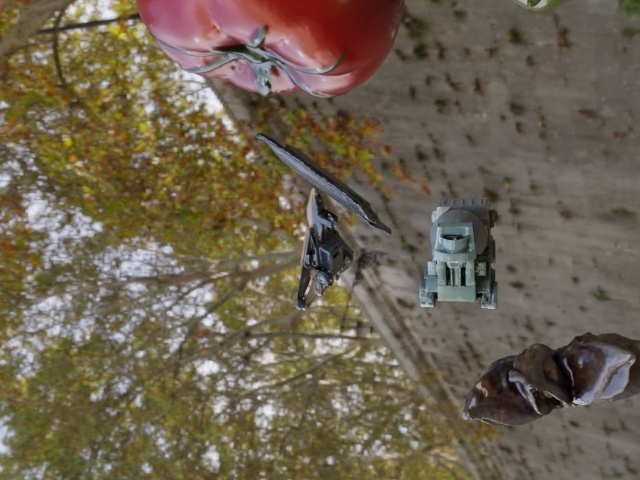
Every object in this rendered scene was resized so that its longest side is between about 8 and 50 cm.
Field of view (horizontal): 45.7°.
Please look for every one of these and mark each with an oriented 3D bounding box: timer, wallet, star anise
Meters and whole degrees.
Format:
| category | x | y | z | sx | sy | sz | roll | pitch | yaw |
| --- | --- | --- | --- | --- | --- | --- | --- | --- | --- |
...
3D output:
| category | x | y | z | sx | sy | sz | roll | pitch | yaw |
| --- | --- | --- | --- | --- | --- | --- | --- | --- | --- |
| timer | -0.066 | -0.364 | 1.076 | 0.378 | 0.378 | 0.279 | 25 | -103 | -62 |
| wallet | 0.013 | -0.109 | 1.457 | 0.041 | 0.247 | 0.323 | -52 | -18 | 2 |
| star anise | 0.235 | 0.141 | 0.772 | 0.197 | 0.212 | 0.073 | 9 | -118 | -57 |

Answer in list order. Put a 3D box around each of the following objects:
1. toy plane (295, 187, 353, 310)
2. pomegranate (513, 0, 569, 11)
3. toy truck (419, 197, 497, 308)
| category | x | y | z | sx | sy | sz | roll | pitch | yaw |
| --- | --- | --- | --- | --- | --- | --- | --- | --- | --- |
| toy plane | 0.010 | 0.006 | 1.664 | 0.204 | 0.103 | 0.316 | -43 | -25 | -29 |
| pomegranate | 0.327 | -0.422 | 1.128 | 0.246 | 0.198 | 0.198 | -64 | -33 | -17 |
| toy truck | 0.207 | 0.006 | 1.121 | 0.257 | 0.108 | 0.140 | -58 | -34 | -64 |
